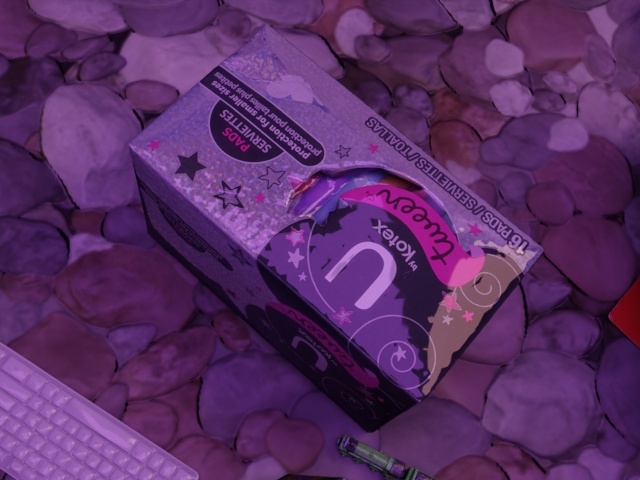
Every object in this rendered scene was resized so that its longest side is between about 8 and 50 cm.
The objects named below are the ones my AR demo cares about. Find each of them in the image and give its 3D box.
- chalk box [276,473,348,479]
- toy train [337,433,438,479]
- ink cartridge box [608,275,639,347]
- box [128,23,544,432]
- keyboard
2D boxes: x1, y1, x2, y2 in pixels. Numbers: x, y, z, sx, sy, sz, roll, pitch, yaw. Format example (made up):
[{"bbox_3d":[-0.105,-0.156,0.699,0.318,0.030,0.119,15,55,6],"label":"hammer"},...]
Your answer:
[{"bbox_3d":[-0.079,0.273,0.385,0.288,0.180,0.179,-28,82,-20],"label":"chalk box"},{"bbox_3d":[0.051,0.169,0.571,0.083,0.024,0.017,26,70,3],"label":"toy train"},{"bbox_3d":[0.355,0.073,0.630,0.179,0.045,0.145,44,71,6],"label":"ink cartridge box"},{"bbox_3d":[0.000,0.000,0.549,0.247,0.163,0.142,40,70,8],"label":"box"},{"bbox_3d":[-0.215,0.134,0.558,0.256,0.014,0.072,32,70,5],"label":"keyboard"}]
